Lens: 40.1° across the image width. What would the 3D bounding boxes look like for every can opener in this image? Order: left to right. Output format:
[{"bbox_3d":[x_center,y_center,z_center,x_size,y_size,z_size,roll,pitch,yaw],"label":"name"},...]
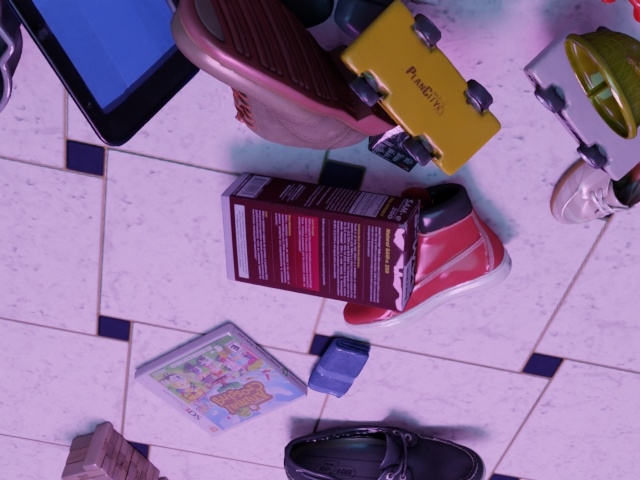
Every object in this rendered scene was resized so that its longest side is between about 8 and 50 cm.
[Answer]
[{"bbox_3d":[-0.004,-0.261,0.864,0.280,0.074,0.093,13,106,-29],"label":"can opener"}]

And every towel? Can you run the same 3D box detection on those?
[{"bbox_3d":[0.028,0.198,1.367,0.067,0.029,0.119,18,132,-12],"label":"towel"}]

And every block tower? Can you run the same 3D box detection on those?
[{"bbox_3d":[-0.340,0.473,1.615,0.097,0.091,0.335,-17,128,19],"label":"block tower"}]

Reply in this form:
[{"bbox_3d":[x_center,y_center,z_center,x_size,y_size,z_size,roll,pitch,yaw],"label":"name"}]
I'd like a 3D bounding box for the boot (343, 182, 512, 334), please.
[{"bbox_3d":[0.106,0.020,1.162,0.244,0.088,0.176,-28,123,20],"label":"boot"}]

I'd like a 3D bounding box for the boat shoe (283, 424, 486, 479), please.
[{"bbox_3d":[0.099,0.363,1.448,0.340,0.127,0.113,3,145,15],"label":"boat shoe"}]

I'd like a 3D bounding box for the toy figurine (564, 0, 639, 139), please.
[{"bbox_3d":[0.296,-0.285,0.789,0.217,0.191,0.362,-42,115,-6],"label":"toy figurine"}]

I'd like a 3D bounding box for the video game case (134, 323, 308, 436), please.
[{"bbox_3d":[-0.161,0.232,1.421,0.212,0.023,0.193,-28,124,27],"label":"video game case"}]

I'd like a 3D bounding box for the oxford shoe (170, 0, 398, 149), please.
[{"bbox_3d":[-0.046,-0.150,0.897,0.130,0.123,0.348,-28,157,26],"label":"oxford shoe"}]

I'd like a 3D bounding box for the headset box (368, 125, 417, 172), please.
[{"bbox_3d":[0.106,-0.130,1.054,0.062,0.032,0.083,26,129,-18],"label":"headset box"}]

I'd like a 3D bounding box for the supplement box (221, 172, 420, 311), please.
[{"bbox_3d":[0.000,0.000,1.105,0.239,0.073,0.130,11,122,17],"label":"supplement box"}]

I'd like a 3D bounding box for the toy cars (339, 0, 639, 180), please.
[{"bbox_3d":[0.197,-0.163,0.949,0.394,0.087,0.176,0,113,-17],"label":"toy cars"}]

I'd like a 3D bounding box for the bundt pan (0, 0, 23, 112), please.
[{"bbox_3d":[-0.449,-0.248,0.881,0.331,0.124,0.330,4,131,4],"label":"bundt pan"}]

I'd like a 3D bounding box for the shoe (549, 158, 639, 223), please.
[{"bbox_3d":[0.368,-0.081,1.056,0.076,0.058,0.219,33,127,-23],"label":"shoe"}]

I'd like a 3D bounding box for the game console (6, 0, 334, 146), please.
[{"bbox_3d":[-0.152,-0.273,0.853,0.250,0.173,0.293,-13,130,18],"label":"game console"}]
